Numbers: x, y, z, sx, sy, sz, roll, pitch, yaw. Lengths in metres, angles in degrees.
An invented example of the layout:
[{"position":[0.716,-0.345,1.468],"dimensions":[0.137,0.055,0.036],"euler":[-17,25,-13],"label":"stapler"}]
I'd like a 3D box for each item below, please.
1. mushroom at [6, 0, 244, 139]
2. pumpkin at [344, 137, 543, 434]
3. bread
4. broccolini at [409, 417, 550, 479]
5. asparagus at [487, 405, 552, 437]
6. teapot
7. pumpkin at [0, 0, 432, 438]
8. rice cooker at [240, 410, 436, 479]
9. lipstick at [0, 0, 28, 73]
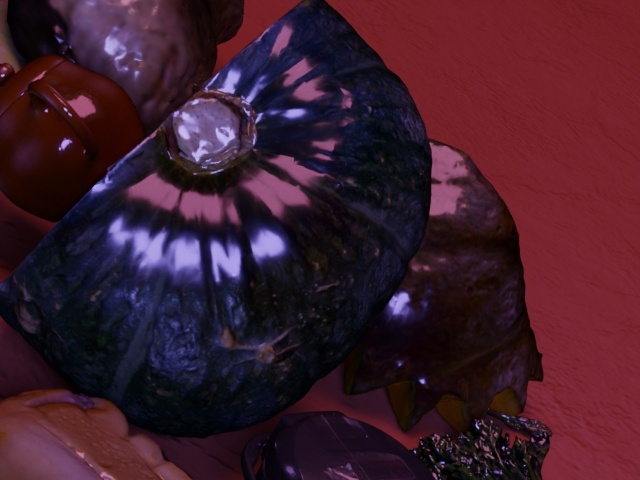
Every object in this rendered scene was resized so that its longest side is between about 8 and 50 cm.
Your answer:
[{"position":[-0.137,-0.195,1.607],"dimensions":[0.247,0.130,0.344],"euler":[51,21,-7],"label":"mushroom"},{"position":[0.062,0.025,1.383],"dimensions":[0.254,0.149,0.130],"euler":[32,38,2],"label":"pumpkin"},{"position":[-0.114,0.169,1.096],"dimensions":[0.225,0.081,0.134],"euler":[41,19,26],"label":"bread"},{"position":[0.125,0.209,1.255],"dimensions":[0.123,0.062,0.271],"euler":[4,35,-15],"label":"broccolini"},{"position":[0.094,0.111,1.435],"dimensions":[0.166,0.013,0.016],"euler":[24,39,1],"label":"asparagus"},{"position":[-0.187,-0.080,1.345],"dimensions":[0.116,0.116,0.173],"euler":[18,-9,-10],"label":"teapot"},{"position":[-0.044,0.001,1.249],"dimensions":[0.197,0.293,0.263],"euler":[45,-10,-3],"label":"pumpkin"},{"position":[0.016,0.179,1.162],"dimensions":[0.112,0.106,0.165],"euler":[0,32,-37],"label":"rice cooker"},{"position":[-0.260,-0.089,1.446],"dimensions":[0.076,0.076,0.304],"euler":[20,29,-7],"label":"lipstick"}]
